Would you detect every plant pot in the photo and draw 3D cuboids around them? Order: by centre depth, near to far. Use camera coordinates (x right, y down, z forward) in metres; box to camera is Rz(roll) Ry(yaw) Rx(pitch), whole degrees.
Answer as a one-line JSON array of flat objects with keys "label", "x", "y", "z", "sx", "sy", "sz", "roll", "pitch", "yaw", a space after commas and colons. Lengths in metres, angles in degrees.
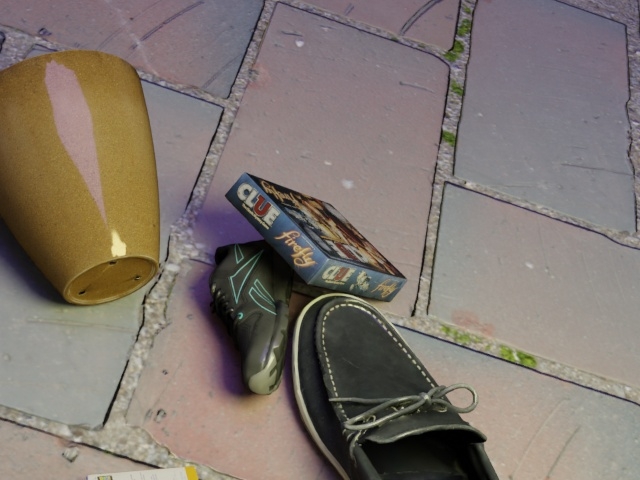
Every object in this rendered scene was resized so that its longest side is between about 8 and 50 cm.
[{"label": "plant pot", "x": -0.293, "y": -0.059, "z": 1.505, "sx": 0.237, "sy": 0.237, "sz": 0.254, "roll": -9, "pitch": 63, "yaw": -30}]

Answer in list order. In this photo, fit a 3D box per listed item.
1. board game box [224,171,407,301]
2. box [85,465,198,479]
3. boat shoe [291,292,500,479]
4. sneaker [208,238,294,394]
[{"label": "board game box", "x": 0.000, "y": 0.000, "z": 1.586, "sx": 0.165, "sy": 0.042, "sz": 0.243, "roll": 46, "pitch": 13, "yaw": 24}, {"label": "box", "x": -0.191, "y": 0.283, "z": 1.310, "sx": 0.136, "sy": 0.028, "sz": 0.081, "roll": -2, "pitch": 46, "yaw": -21}, {"label": "boat shoe", "x": 0.103, "y": 0.233, "z": 1.394, "sx": 0.187, "sy": 0.156, "sz": 0.500, "roll": -2, "pitch": 45, "yaw": -22}, {"label": "sneaker", "x": -0.088, "y": 0.091, "z": 1.522, "sx": 0.106, "sy": 0.101, "sz": 0.267, "roll": 6, "pitch": 34, "yaw": -3}]
